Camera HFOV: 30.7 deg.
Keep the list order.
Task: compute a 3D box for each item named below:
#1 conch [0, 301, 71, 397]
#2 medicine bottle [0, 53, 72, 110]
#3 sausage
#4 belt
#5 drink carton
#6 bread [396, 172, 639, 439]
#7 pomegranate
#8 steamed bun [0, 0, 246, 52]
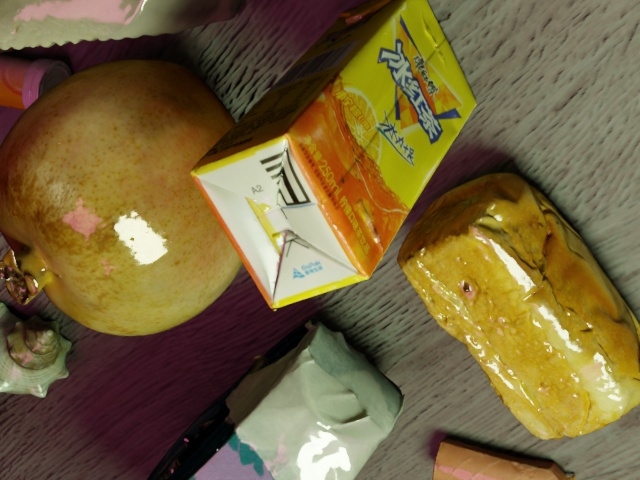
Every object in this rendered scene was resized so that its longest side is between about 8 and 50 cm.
[{"bbox_3d":[-0.438,0.158,1.644,0.234,0.114,0.137,-9,103,36],"label":"conch"},{"bbox_3d":[-0.412,-0.199,1.419,0.218,0.074,0.074,12,125,20],"label":"medicine bottle"},{"bbox_3d":[0.227,0.292,1.448,0.169,0.065,0.065,12,125,19],"label":"sausage"},{"bbox_3d":[-0.086,0.279,1.430,0.173,0.300,0.436,39,129,-3],"label":"belt"},{"bbox_3d":[0.029,-0.099,1.094,0.111,0.351,0.154,-17,112,32],"label":"drink carton"},{"bbox_3d":[0.228,0.071,1.254,0.167,0.132,0.294,-33,105,38],"label":"bread"},{"bbox_3d":[-0.220,-0.044,1.270,0.319,0.319,0.319,12,125,18],"label":"pomegranate"},{"bbox_3d":[-0.275,-0.313,1.177,0.384,0.247,0.236,-1,100,25],"label":"steamed bun"}]
